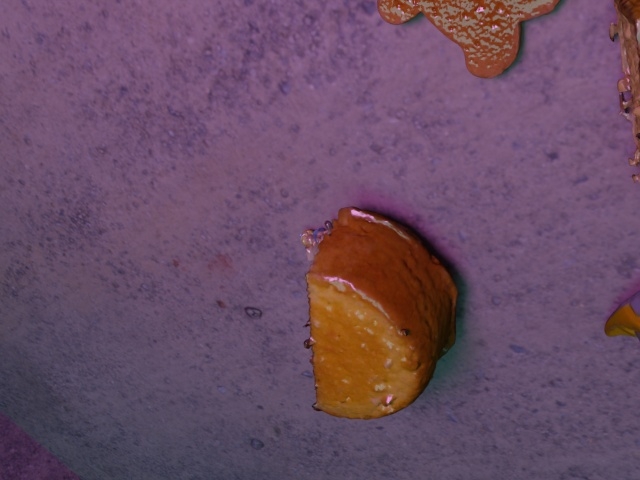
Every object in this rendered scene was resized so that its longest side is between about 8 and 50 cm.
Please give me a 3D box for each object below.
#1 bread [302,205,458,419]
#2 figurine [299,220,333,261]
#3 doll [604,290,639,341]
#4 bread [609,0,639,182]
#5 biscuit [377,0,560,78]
[{"bbox_3d":[0.096,0.125,0.833,0.179,0.194,0.340,15,128,24],"label":"bread"},{"bbox_3d":[0.000,0.000,0.891,0.083,0.047,0.051,-23,99,45],"label":"figurine"},{"bbox_3d":[0.460,0.084,0.670,0.145,0.103,0.316,5,144,5],"label":"doll"},{"bbox_3d":[0.361,-0.128,0.535,0.147,0.160,0.261,-10,115,24],"label":"bread"},{"bbox_3d":[0.128,-0.292,0.596,0.250,0.036,0.165,32,133,-5],"label":"biscuit"}]
